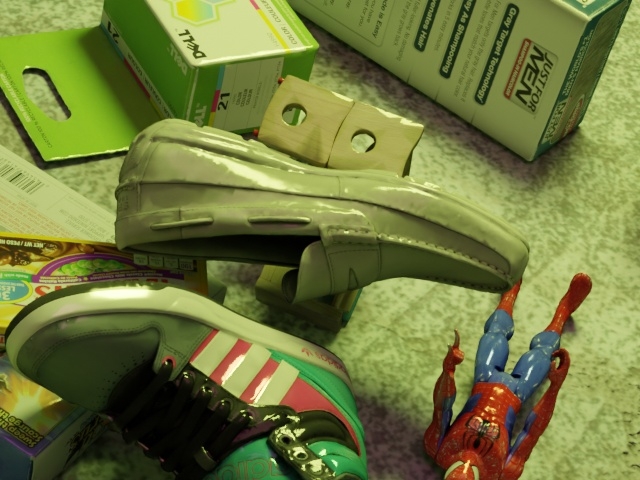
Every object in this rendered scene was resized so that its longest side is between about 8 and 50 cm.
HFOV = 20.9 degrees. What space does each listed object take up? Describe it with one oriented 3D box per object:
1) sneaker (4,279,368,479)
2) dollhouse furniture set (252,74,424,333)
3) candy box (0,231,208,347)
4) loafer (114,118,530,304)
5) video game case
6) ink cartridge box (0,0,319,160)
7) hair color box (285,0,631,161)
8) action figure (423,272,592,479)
[{"bbox_3d":[-0.076,0.144,1.208,0.296,0.124,0.178,18,35,-36],"label":"sneaker"},{"bbox_3d":[-0.009,-0.018,1.468,0.129,0.129,0.183,22,71,7],"label":"dollhouse furniture set"},{"bbox_3d":[-0.185,0.041,1.300,0.206,0.027,0.105,6,44,-13],"label":"candy box"},{"bbox_3d":[0.000,0.000,1.326,0.320,0.112,0.111,13,70,-3],"label":"loafer"},{"bbox_3d":[-0.251,0.048,1.338,0.270,0.061,0.244,31,42,16],"label":"video game case"},{"bbox_3d":[-0.160,-0.178,1.587,0.255,0.097,0.188,-12,48,-29],"label":"ink cartridge box"},{"bbox_3d":[0.116,-0.248,1.691,0.347,0.173,0.105,35,44,20],"label":"hair color box"},{"bbox_3d":[0.153,0.087,1.373,0.092,0.139,0.280,21,44,8],"label":"action figure"}]
